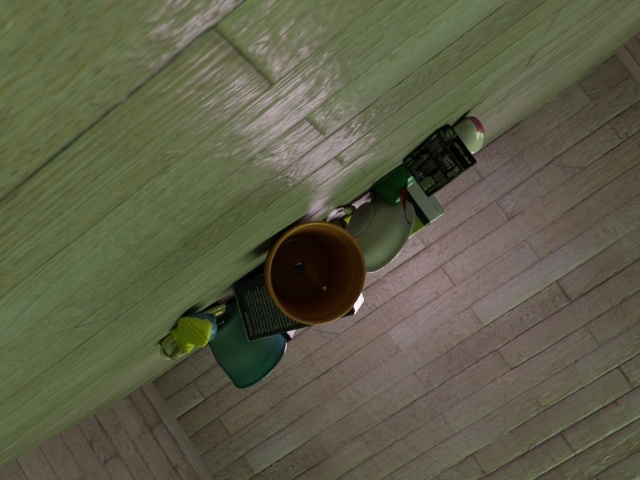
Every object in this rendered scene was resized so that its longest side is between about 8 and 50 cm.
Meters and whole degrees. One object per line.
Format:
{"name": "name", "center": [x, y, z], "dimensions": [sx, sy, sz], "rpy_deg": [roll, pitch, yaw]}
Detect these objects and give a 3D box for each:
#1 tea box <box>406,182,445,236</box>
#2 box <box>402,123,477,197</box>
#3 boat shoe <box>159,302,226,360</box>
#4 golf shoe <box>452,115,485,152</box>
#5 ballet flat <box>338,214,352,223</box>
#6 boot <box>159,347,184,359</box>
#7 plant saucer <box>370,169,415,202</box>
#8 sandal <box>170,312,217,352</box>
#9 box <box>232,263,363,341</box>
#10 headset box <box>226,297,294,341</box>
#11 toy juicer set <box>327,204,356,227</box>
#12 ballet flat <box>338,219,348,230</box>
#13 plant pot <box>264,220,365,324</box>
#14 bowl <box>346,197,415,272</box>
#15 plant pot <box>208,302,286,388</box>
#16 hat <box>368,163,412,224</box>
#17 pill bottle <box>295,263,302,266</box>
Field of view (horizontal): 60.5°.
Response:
{"name": "tea box", "center": [0.368, -0.111, 2.565], "dimensions": [0.323, 0.220, 0.329], "rpy_deg": [-34, 175, 2]}
{"name": "box", "center": [0.365, -0.245, 1.700], "dimensions": [0.077, 0.147, 0.180], "rpy_deg": [-31, 173, -36]}
{"name": "boat shoe", "center": [-0.466, 0.338, 2.070], "dimensions": [0.285, 0.089, 0.104], "rpy_deg": [-35, 175, 2]}
{"name": "golf shoe", "center": [0.433, -0.304, 1.815], "dimensions": [0.140, 0.115, 0.306], "rpy_deg": [-30, 173, -16]}
{"name": "ballet flat", "center": [0.127, -0.064, 2.241], "dimensions": [0.077, 0.077, 0.231], "rpy_deg": [-35, 175, 15]}
{"name": "boot", "center": [-0.554, 0.410, 2.209], "dimensions": [0.244, 0.088, 0.176], "rpy_deg": [-36, 179, -40]}
{"name": "plant saucer", "center": [0.315, -0.227, 2.143], "dimensions": [0.317, 0.044, 0.317], "rpy_deg": [-34, 175, -3]}
{"name": "sandal", "center": [-0.416, 0.293, 1.889], "dimensions": [0.138, 0.126, 0.317], "rpy_deg": [-36, -175, -31]}
{"name": "box", "center": [-0.070, 0.194, 1.987], "dimensions": [0.395, 0.212, 0.293], "rpy_deg": [-16, 179, 10]}
{"name": "headset box", "center": [-0.291, 0.356, 2.383], "dimensions": [0.246, 0.283, 0.131], "rpy_deg": [-35, -168, 18]}
{"name": "toy juicer set", "center": [0.039, -0.025, 1.964], "dimensions": [0.329, 0.089, 0.209], "rpy_deg": [-39, 173, 38]}
{"name": "ballet flat", "center": [0.000, 0.000, 2.124], "dimensions": [0.250, 0.084, 0.058], "rpy_deg": [-36, 142, 15]}
{"name": "plant pot", "center": [-0.037, 0.087, 1.617], "dimensions": [0.291, 0.291, 0.203], "rpy_deg": [-34, -169, -14]}
{"name": "bowl", "center": [0.189, -0.046, 1.967], "dimensions": [0.298, 0.134, 0.298], "rpy_deg": [-44, -152, 30]}
{"name": "plant pot", "center": [-0.317, 0.396, 2.163], "dimensions": [0.271, 0.255, 0.272], "rpy_deg": [-33, -158, 15]}
{"name": "hat", "center": [0.279, -0.142, 1.888], "dimensions": [0.208, 0.184, 0.173], "rpy_deg": [-32, 174, -33]}
{"name": "pill bottle", "center": [-0.112, 0.178, 2.320], "dimensions": [0.188, 0.188, 0.334], "rpy_deg": [-35, 175, 2]}
